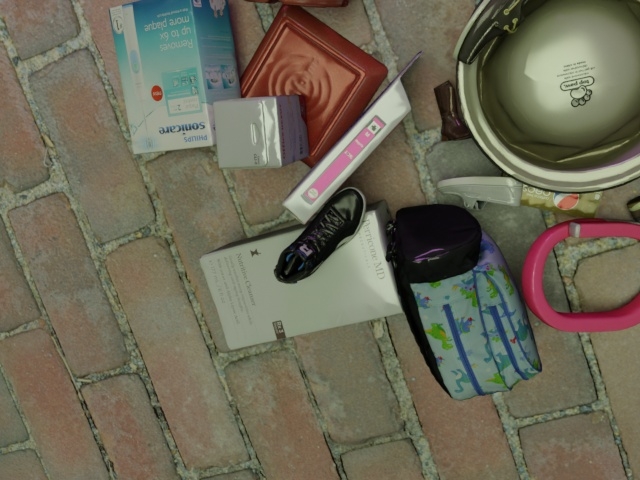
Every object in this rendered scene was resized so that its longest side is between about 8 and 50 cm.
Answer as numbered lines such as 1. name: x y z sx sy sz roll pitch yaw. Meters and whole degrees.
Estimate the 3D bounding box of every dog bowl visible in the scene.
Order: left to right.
1. dog bowl: 0.446 -0.294 1.126 0.407 0.150 0.408 3 103 14

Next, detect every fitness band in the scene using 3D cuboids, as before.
1. fitness band: 0.509 0.066 1.181 0.290 0.054 0.209 0 102 -14

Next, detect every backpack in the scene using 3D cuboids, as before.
1. backpack: 0.270 0.128 1.208 0.273 0.290 0.356 -6 108 6

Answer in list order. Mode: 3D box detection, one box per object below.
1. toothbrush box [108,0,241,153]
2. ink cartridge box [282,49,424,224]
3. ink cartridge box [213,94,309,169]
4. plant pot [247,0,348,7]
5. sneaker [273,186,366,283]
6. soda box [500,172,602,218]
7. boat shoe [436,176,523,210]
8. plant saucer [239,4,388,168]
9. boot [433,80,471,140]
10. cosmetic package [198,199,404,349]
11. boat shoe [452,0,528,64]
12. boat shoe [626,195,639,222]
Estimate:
1. toothbrush box: -0.286 -0.333 1.306 0.216 0.126 0.296 0 104 29
2. ink cartridge box: 0.076 -0.195 1.219 0.069 0.176 0.371 40 103 -5
3. ink cartridge box: -0.109 -0.209 1.231 0.127 0.176 0.128 -1 102 16
4. plant pot: -0.039 -0.562 1.152 0.272 0.272 0.265 9 113 13
5. sneaker: 0.000 0.000 1.169 0.079 0.121 0.217 40 107 6
6. soda box: 0.431 -0.091 1.223 0.181 0.058 0.061 13 106 12
7. boat shoe: 0.299 -0.088 1.223 0.184 0.066 0.063 3 95 42
8. plant saucer: -0.039 -0.309 1.308 0.259 0.047 0.258 36 109 6
9. boot: 0.256 -0.248 1.222 0.106 0.037 0.114 9 110 60
10. cosmetic package: -0.025 0.072 1.332 0.384 0.156 0.217 -16 96 19
11. boat shoe: 0.299 -0.373 1.025 0.068 0.081 0.228 37 106 9
12. boat shoe: 0.644 -0.075 1.175 0.152 0.056 0.049 -20 102 28
